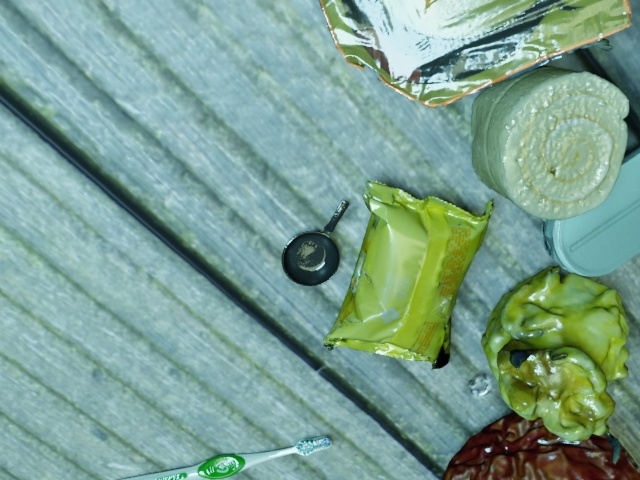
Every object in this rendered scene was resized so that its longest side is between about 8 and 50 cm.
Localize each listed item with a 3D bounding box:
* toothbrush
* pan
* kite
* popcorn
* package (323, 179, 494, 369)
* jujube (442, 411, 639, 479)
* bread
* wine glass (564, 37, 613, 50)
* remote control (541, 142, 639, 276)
[{"bbox_3d":[-0.134,0.293,0.867,0.304,0.030,0.030,-13,111,-1],"label":"toothbrush"},{"bbox_3d":[0.000,0.000,0.779,0.069,0.023,0.115,27,107,-15],"label":"pan"},{"bbox_3d":[0.128,-0.297,0.637,0.378,0.013,0.327,26,110,4],"label":"kite"},{"bbox_3d":[0.278,0.127,0.773,0.169,0.195,0.173,-24,106,9],"label":"popcorn"},{"bbox_3d":[0.103,0.043,0.775,0.169,0.090,0.226,11,111,-15],"label":"package"},{"bbox_3d":[0.273,0.319,0.833,0.232,0.213,0.213,-33,111,5],"label":"jujube"},{"bbox_3d":[0.232,-0.108,0.712,0.134,0.141,0.148,9,107,-7],"label":"bread"},{"bbox_3d":[0.257,-0.306,0.663,0.103,0.103,0.222,1,110,-8],"label":"wine glass"},{"bbox_3d":[0.360,-0.049,0.771,0.247,0.052,0.104,-31,103,-11],"label":"remote control"}]
